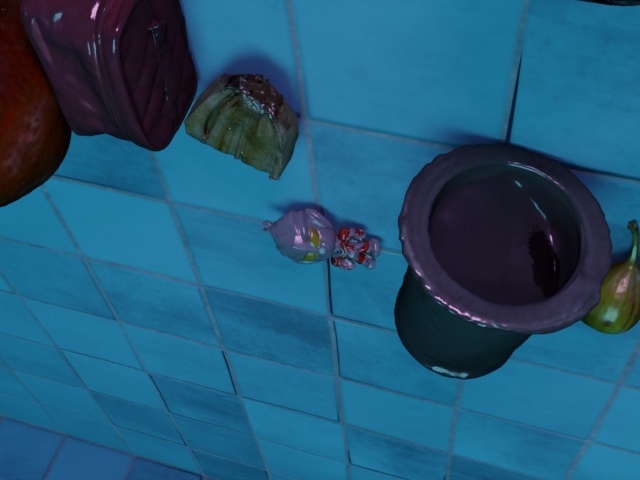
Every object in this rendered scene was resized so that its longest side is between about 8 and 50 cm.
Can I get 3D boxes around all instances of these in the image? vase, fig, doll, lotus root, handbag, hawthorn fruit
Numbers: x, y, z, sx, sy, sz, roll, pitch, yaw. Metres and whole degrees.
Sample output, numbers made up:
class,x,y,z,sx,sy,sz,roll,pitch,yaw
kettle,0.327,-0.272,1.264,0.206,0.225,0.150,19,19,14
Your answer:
class,x,y,z,sx,sy,sz,roll,pitch,yaw
vase,0.193,0.052,1.012,0.245,0.245,0.291,19,153,3
fig,0.389,0.060,1.029,0.093,0.093,0.166,18,147,4
doll,0.000,0.000,1.179,0.180,0.079,0.094,15,119,-2
lotus root,-0.084,-0.157,0.991,0.143,0.070,0.144,31,151,-5
handbag,-0.229,-0.213,0.919,0.135,0.146,0.225,15,145,15
hawthorn fruit,-0.443,-0.164,0.984,0.295,0.295,0.311,21,147,-1

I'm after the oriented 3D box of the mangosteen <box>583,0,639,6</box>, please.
class,x,y,z,sx,sy,sz,roll,pitch,yaw
mangosteen,0.211,-0.286,0.538,0.211,0.211,0.250,15,117,10
